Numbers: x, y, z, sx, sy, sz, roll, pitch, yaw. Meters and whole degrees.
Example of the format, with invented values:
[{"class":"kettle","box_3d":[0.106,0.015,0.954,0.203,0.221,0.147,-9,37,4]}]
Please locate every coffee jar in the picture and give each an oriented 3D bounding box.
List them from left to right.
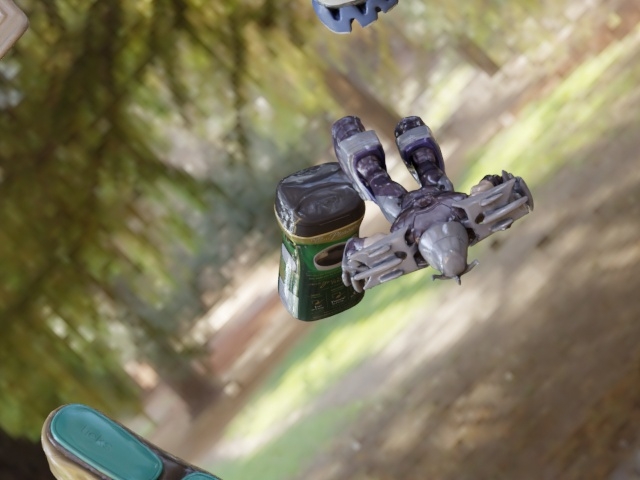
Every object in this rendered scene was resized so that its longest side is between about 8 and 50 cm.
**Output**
[{"class":"coffee jar","box_3d":[0.000,0.000,1.905,0.096,0.079,0.184,-19,-38,-16]}]

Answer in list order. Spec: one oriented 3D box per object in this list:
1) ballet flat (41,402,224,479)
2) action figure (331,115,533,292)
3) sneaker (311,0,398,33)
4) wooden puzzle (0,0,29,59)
[{"class":"ballet flat","box_3d":[-0.125,0.211,1.408,0.080,0.232,0.073,-40,-25,-38]},{"class":"action figure","box_3d":[0.096,-0.030,1.611,0.185,0.099,0.285,-16,28,-3]},{"class":"sneaker","box_3d":[0.080,-0.371,2.041,0.315,0.127,0.182,-30,-36,23]},{"class":"wooden puzzle","box_3d":[-0.483,-0.252,2.108,0.221,0.239,0.044,-47,-17,11]}]
